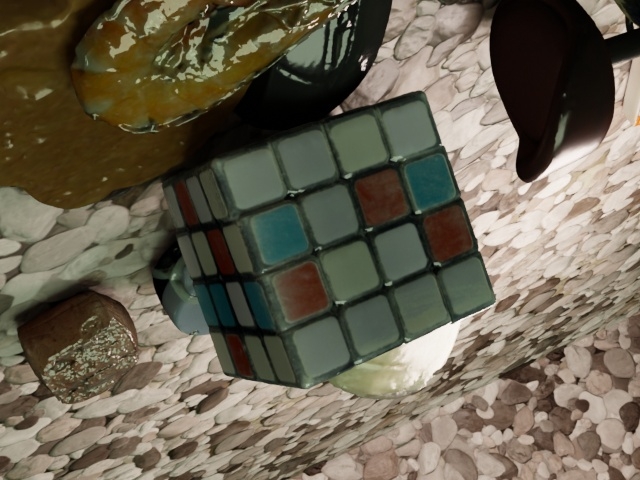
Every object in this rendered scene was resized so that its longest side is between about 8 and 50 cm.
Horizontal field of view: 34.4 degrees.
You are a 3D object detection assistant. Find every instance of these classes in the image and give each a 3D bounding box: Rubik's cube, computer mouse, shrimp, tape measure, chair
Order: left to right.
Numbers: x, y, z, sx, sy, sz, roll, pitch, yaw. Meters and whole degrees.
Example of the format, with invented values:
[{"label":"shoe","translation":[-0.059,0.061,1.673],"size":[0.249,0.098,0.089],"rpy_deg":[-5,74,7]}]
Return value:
[{"label":"tape measure","translation":[-0.132,0.048,1.395],"size":[0.182,0.107,0.181],"rpy_deg":[-24,150,-18]},{"label":"shrimp","translation":[-0.073,-0.197,0.883],"size":[0.317,0.062,0.164],"rpy_deg":[-29,154,1]},{"label":"computer mouse","translation":[-0.006,-0.194,1.068],"size":[0.138,0.086,0.269],"rpy_deg":[-15,152,-31]},{"label":"Rubik's cube","translation":[0.000,0.001,1.159],"size":[0.259,0.253,0.256],"rpy_deg":[-22,-175,-22]},{"label":"chair","translation":[0.372,-0.233,1.245],"size":[0.401,0.226,0.226],"rpy_deg":[-22,156,-19]}]

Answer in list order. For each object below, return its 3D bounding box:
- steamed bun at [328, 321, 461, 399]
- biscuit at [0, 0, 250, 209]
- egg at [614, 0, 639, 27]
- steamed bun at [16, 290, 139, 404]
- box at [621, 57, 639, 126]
[{"label":"steamed bun","translation":[0.088,0.087,1.523],"size":[0.290,0.272,0.273],"rpy_deg":[-12,151,-49]},{"label":"biscuit","translation":[-0.202,-0.157,0.948],"size":[0.312,0.057,0.351],"rpy_deg":[-39,155,14]},{"label":"egg","translation":[0.445,-0.356,1.004],"size":[0.288,0.287,0.379],"rpy_deg":[2,135,-50]},{"label":"steamed bun","translation":[-0.314,0.143,1.374],"size":[0.145,0.106,0.175],"rpy_deg":[-26,154,-7]},{"label":"box","translation":[0.599,-0.309,1.576],"size":[0.273,0.048,0.265],"rpy_deg":[-29,157,0]}]
